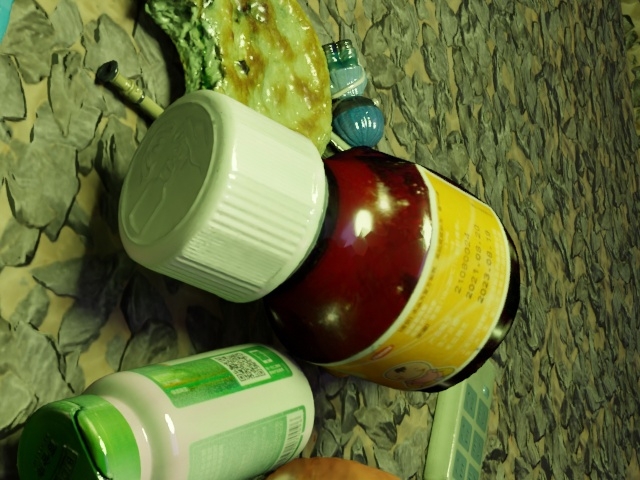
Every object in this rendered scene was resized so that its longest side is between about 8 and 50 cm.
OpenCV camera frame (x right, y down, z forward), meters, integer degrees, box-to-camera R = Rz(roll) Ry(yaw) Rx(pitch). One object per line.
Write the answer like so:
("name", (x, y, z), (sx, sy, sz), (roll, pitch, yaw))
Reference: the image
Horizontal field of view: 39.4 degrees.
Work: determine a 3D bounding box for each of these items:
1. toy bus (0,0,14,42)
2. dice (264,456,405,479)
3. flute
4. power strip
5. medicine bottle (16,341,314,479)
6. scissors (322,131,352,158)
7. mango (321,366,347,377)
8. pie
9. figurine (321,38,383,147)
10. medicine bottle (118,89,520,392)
("toy bus", (-0.313, -0.186, 0.634), (0.185, 0.106, 0.090), (34, 54, -48))
("dice", (0.023, 0.345, 0.969), (0.175, 0.174, 0.179), (51, 46, -36))
("flute", (-0.144, -0.110, 0.939), (0.233, 0.027, 0.027), (41, 52, -45))
("power strip", (0.221, 0.280, 1.388), (0.118, 0.046, 0.270), (47, 47, -41))
("medicine bottle", (-0.131, 0.174, 0.810), (0.274, 0.133, 0.133), (-5, 88, -57))
("scissors", (0.080, -0.064, 1.161), (0.289, 0.041, 0.138), (38, 17, -15))
("mango", (0.095, 0.084, 1.167), (0.295, 0.120, 0.177), (-16, 90, -57))
("pie", (-0.079, -0.191, 0.994), (0.302, 0.067, 0.302), (31, 52, -50))
("figurine", (0.041, -0.191, 1.188), (0.086, 0.087, 0.149), (-16, 98, -18))
("medicine bottle", (0.000, 0.000, 0.890), (0.395, 0.243, 0.242), (25, 63, -34))
